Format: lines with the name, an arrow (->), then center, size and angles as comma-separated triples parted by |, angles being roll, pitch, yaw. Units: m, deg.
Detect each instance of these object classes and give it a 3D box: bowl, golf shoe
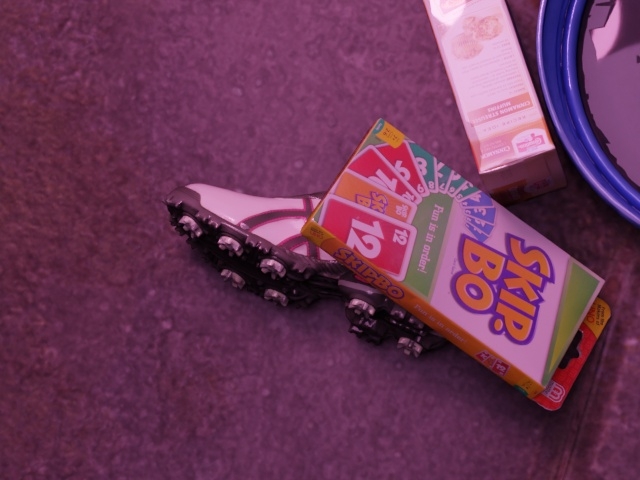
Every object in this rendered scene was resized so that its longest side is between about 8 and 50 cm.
bowl -> 0.379, -0.164, 1.634 | 0.391, 0.077, 0.391 | -2, 78, 10
golf shoe -> 0.000, 0.000, 1.672 | 0.273, 0.105, 0.120 | 22, 68, 8

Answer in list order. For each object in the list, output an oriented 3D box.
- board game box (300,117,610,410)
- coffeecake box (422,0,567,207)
board game box -> 0.121, 0.021, 1.606 | 0.259, 0.039, 0.124 | 37, 59, -5
coffeecake box -> 0.145, -0.135, 1.637 | 0.068, 0.142, 0.185 | -19, 76, 7
